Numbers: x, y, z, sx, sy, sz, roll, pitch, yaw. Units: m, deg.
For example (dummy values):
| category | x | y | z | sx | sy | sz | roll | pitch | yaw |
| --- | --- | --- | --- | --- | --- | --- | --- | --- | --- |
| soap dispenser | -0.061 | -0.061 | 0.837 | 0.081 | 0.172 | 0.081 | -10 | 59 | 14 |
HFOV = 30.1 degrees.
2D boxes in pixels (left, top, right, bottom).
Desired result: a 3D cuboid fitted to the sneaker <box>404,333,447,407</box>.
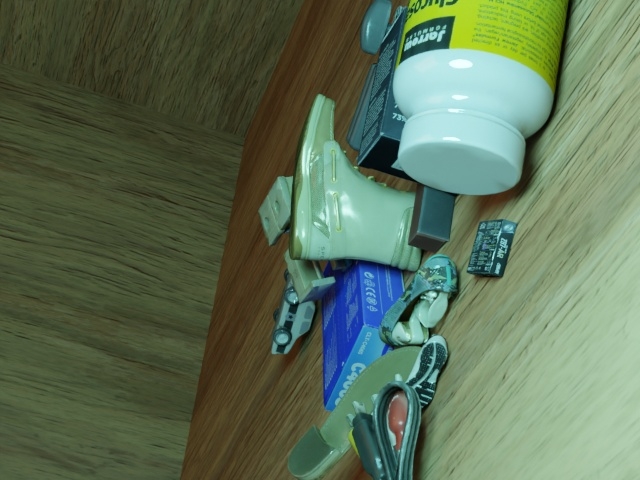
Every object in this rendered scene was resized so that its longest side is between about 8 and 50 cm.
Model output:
| category | x | y | z | sx | sy | sz | roll | pitch | yaw |
| --- | --- | --- | --- | --- | --- | --- | --- | --- | --- |
| sneaker | 0.134 | 0.166 | 1.503 | 0.109 | 0.040 | 0.044 | -65 | -3 | 24 |

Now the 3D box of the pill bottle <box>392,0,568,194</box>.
| category | x | y | z | sx | sy | sz | roll | pitch | yaw |
| --- | --- | --- | --- | --- | --- | --- | --- | --- | --- |
| pill bottle | 0.189 | -0.232 | 1.400 | 0.188 | 0.188 | 0.334 | 133 | 151 | -66 |

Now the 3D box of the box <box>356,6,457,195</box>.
| category | x | y | z | sx | sy | sz | roll | pitch | yaw |
| --- | --- | --- | --- | --- | --- | --- | --- | --- | --- |
| box | 0.151 | -0.189 | 1.620 | 0.108 | 0.153 | 0.207 | 129 | 156 | -65 |

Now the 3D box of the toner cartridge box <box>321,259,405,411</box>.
| category | x | y | z | sx | sy | sz | roll | pitch | yaw |
| --- | --- | --- | --- | --- | --- | --- | --- | --- | --- |
| toner cartridge box | 0.063 | 0.099 | 1.828 | 0.348 | 0.075 | 0.165 | -91 | 20 | -58 |

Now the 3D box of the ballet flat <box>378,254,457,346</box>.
| category | x | y | z | sx | sy | sz | roll | pitch | yaw |
| --- | --- | --- | --- | --- | --- | --- | --- | --- | --- |
| ballet flat | 0.127 | 0.098 | 1.560 | 0.188 | 0.070 | 0.070 | 113 | 167 | -45 |

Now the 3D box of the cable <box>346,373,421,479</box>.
| category | x | y | z | sx | sy | sz | roll | pitch | yaw |
| --- | --- | --- | --- | --- | --- | --- | --- | --- | --- |
| cable | 0.101 | 0.285 | 1.417 | 0.139 | 0.072 | 0.287 | -47 | 44 | 31 |

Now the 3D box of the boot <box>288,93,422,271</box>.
| category | x | y | z | sx | sy | sz | roll | pitch | yaw |
| --- | --- | --- | --- | --- | --- | --- | --- | --- | --- |
| boot | 0.063 | -0.084 | 1.759 | 0.095 | 0.203 | 0.262 | 109 | 167 | -65 |

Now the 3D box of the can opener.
| category | x | y | z | sx | sy | sz | roll | pitch | yaw |
| --- | --- | --- | --- | --- | --- | --- | --- | --- | --- |
| can opener | 0.091 | -0.311 | 2.234 | 0.076 | 0.095 | 0.283 | -110 | 38 | -73 |

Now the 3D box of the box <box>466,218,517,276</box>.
| category | x | y | z | sx | sy | sz | roll | pitch | yaw |
| --- | --- | --- | --- | --- | --- | --- | --- | --- | --- |
| box | 0.203 | 0.009 | 1.419 | 0.083 | 0.018 | 0.067 | 170 | 116 | -78 |

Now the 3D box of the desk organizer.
| category | x | y | z | sx | sy | sz | roll | pitch | yaw |
| --- | --- | --- | --- | --- | --- | --- | --- | --- | --- |
| desk organizer | 0.158 | -0.053 | 1.663 | 0.050 | 0.047 | 0.130 | 123 | 161 | -62 |

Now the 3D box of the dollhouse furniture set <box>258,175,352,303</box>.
| category | x | y | z | sx | sy | sz | roll | pitch | yaw |
| --- | --- | --- | --- | --- | --- | --- | --- | --- | --- |
| dollhouse furniture set | 0.000 | 0.000 | 1.869 | 0.129 | 0.129 | 0.183 | 127 | 128 | -60 |

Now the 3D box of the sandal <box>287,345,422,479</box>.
| category | x | y | z | sx | sy | sz | roll | pitch | yaw |
| --- | --- | --- | --- | --- | --- | --- | --- | --- | --- |
| sandal | 0.066 | 0.242 | 1.586 | 0.240 | 0.079 | 0.088 | -43 | 38 | 2 |

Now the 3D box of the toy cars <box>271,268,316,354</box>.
| category | x | y | z | sx | sy | sz | roll | pitch | yaw |
| --- | --- | --- | --- | --- | --- | --- | --- | --- | --- |
| toy cars | -0.022 | 0.034 | 2.338 | 0.176 | 0.087 | 0.393 | 125 | 156 | -72 |
